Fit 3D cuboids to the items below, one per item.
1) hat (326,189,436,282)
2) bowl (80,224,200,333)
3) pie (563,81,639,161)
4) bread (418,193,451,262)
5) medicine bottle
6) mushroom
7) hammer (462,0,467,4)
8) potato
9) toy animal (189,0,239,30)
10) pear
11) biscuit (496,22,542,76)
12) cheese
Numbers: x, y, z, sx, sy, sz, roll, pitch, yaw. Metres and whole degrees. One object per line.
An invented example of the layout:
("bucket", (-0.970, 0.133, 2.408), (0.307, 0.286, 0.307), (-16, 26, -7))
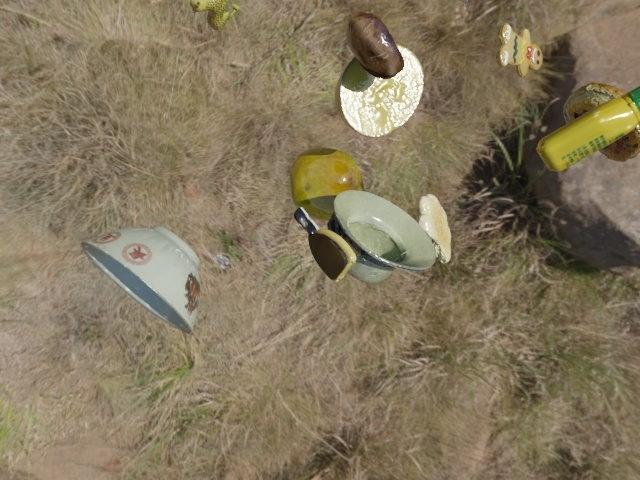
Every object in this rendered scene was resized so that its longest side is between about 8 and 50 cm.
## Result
("hat", (0.111, 0.018, 1.186), (0.257, 0.257, 0.130), (20, 122, -18))
("bowl", (-0.401, 0.067, 1.338), (0.337, 0.337, 0.157), (45, 66, -17))
("pie", (0.885, -0.367, 1.691), (0.085, 0.308, 0.308), (-42, 106, -11))
("bread", (0.363, -0.049, 1.700), (0.251, 0.039, 0.181), (47, 44, -46))
("medicine bottle", (0.490, -0.203, 0.897), (0.261, 0.095, 0.064), (-31, 64, 25))
("mushroom", (0.094, -0.379, 1.038), (0.080, 0.170, 0.135), (-27, 144, 3))
("hammer", (0.304, -0.502, 0.982), (0.027, 0.297, 0.125), (-37, 115, -7))
("potato", (0.109, -0.326, 1.199), (0.178, 0.158, 0.203), (21, 94, -18))
("toy animal", (-0.274, -0.602, 1.414), (0.073, 0.181, 0.136), (30, 76, 0))
("pear", (0.020, -0.143, 1.395), (0.200, 0.200, 0.199), (-2, 97, -17))
("biscuit", (0.664, -0.623, 1.793), (0.241, 0.035, 0.158), (0, 94, -36))
("cheese", (0.000, 0.000, 1.066), (0.036, 0.086, 0.162), (-23, 66, -43))
